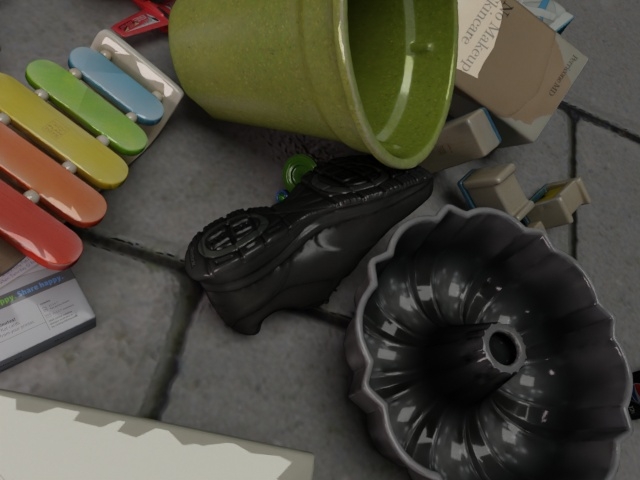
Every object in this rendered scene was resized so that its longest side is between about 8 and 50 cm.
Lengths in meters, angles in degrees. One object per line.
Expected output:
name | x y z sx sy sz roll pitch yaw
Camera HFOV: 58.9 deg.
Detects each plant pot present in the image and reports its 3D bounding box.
plant pot | -0.016 -0.222 0.623 0.253 0.276 0.276 7 54 31

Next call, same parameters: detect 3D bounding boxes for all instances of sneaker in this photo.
sneaker | 0.000 0.000 0.622 0.286 0.130 0.109 -26 35 -13
sneaker | 0.328 -0.343 0.940 0.092 0.087 0.228 44 52 11

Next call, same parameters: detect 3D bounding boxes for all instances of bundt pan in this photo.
bundt pan | 0.168 0.132 0.630 0.330 0.124 0.331 8 65 -17

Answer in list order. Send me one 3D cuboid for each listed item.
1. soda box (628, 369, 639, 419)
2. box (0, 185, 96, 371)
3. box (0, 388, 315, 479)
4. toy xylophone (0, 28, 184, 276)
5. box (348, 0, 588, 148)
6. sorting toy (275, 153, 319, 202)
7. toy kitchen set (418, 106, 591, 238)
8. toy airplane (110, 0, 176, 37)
soda box | 0.487 0.193 0.763 0.168 0.053 0.060 -4 68 -23
box | -0.324 0.031 0.540 0.145 0.038 0.186 -26 77 -29
box | -0.152 0.205 0.483 0.275 0.113 0.094 15 63 -12
toy xylophone | -0.293 -0.107 0.551 0.236 0.081 0.323 32 46 -14
box | 0.186 -0.273 0.782 0.311 0.121 0.148 31 91 -10
sorting toy | -0.017 -0.054 0.684 0.042 0.061 0.102 -22 113 -58
toy kitchen set | 0.251 -0.094 0.792 0.166 0.122 0.207 -37 103 -31
toy airplane | -0.227 -0.304 0.736 0.151 0.028 0.151 12 58 -19
